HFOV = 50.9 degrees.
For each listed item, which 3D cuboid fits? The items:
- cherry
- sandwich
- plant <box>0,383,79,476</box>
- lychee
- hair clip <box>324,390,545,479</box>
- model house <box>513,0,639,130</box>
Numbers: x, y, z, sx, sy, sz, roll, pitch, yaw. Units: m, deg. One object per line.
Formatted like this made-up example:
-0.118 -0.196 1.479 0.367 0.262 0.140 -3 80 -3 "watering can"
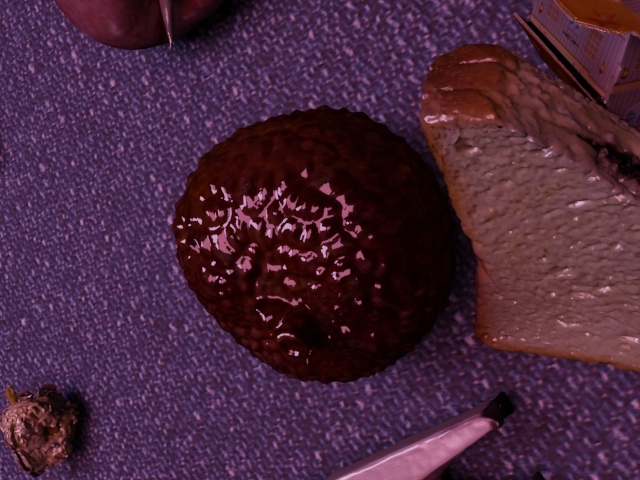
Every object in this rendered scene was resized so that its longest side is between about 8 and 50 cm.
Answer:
-0.200 -0.334 0.749 0.236 0.213 0.286 -22 70 17 "cherry"
0.221 -0.013 0.499 0.254 0.288 0.100 5 48 33 "sandwich"
-0.390 0.246 0.901 0.121 0.104 0.117 18 108 33 "plant"
0.000 0.000 0.619 0.260 0.260 0.261 -1 89 28 "lychee"
0.058 0.267 0.675 0.330 0.085 0.101 -32 83 24 "hair clip"
0.264 -0.150 0.535 0.207 0.136 0.219 -13 49 -10 "model house"
